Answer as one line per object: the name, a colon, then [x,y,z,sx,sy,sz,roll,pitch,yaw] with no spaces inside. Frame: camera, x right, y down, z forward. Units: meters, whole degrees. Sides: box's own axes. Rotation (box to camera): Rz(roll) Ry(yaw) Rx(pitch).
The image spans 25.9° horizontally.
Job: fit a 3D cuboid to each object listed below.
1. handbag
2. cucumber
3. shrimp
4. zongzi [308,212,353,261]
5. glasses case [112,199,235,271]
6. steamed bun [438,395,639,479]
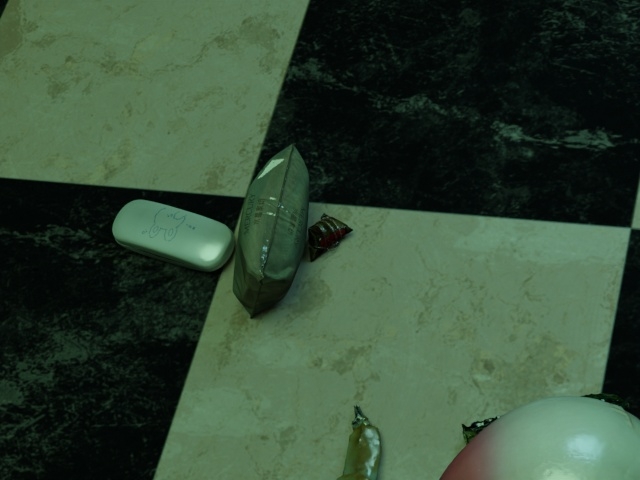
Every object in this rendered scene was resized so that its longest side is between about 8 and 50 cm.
handbag: [-0.080,-0.008,2.277,0.117,0.182,0.270,15,59,-5]
cucumber: [0.327,0.266,2.022,0.245,0.067,0.067,-18,56,11]
shrimp: [-0.014,0.382,2.069,0.287,0.068,0.185,-36,57,-6]
zongzi: [0.000,0.000,2.312,0.067,0.073,0.083,32,35,32]
glasses case: [-0.254,-0.009,2.393,0.233,0.059,0.092,17,68,28]
steamed bun: [0.292,0.350,1.832,0.309,0.309,0.309,-9,58,14]
